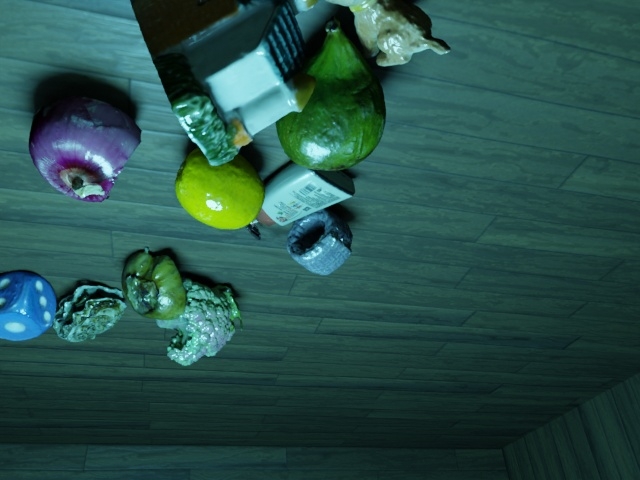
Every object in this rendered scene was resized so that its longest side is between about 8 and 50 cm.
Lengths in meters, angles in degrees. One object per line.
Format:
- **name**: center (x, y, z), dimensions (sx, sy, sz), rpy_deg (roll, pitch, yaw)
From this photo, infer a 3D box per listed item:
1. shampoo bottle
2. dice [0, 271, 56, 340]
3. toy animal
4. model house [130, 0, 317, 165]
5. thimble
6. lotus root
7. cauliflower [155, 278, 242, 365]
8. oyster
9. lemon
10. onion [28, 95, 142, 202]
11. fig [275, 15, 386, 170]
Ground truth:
- **shampoo bottle**: center (-0.076, -0.088, 1.297), dimensions (0.284, 0.071, 0.153), rpy_deg (-28, 141, 33)
- **dice**: center (-0.814, 0.175, 1.520), dimensions (0.143, 0.146, 0.146), rpy_deg (-11, 144, 5)
- **toy animal**: center (0.100, -0.361, 0.853), dimensions (0.104, 0.183, 0.185), rpy_deg (-48, 131, -11)
- **model house**: center (-0.108, -0.301, 0.869), dimensions (0.300, 0.272, 0.190), rpy_deg (-28, 152, 5)
- **thimble**: center (-0.002, 0.001, 1.362), dimensions (0.150, 0.150, 0.097), rpy_deg (-24, 140, 25)
- **lotus root**: center (-0.445, 0.126, 1.455), dimensions (0.183, 0.204, 0.078), rpy_deg (-21, -174, 27)
- **cauliflower**: center (-0.376, 0.223, 1.620), dimensions (0.315, 0.239, 0.256), rpy_deg (3, 180, 19)
- **oyster**: center (-0.680, 0.216, 1.641), dimensions (0.267, 0.112, 0.198), rpy_deg (-41, 152, 30)
- **lemon**: center (-0.206, -0.108, 1.174), dimensions (0.170, 0.170, 0.207), rpy_deg (-28, 140, 30)
- **onion**: center (-0.448, -0.175, 1.056), dimensions (0.200, 0.201, 0.207), rpy_deg (11, 174, -21)
- **fig**: center (0.026, -0.251, 0.960), dimensions (0.203, 0.203, 0.235), rpy_deg (2, 145, -10)
